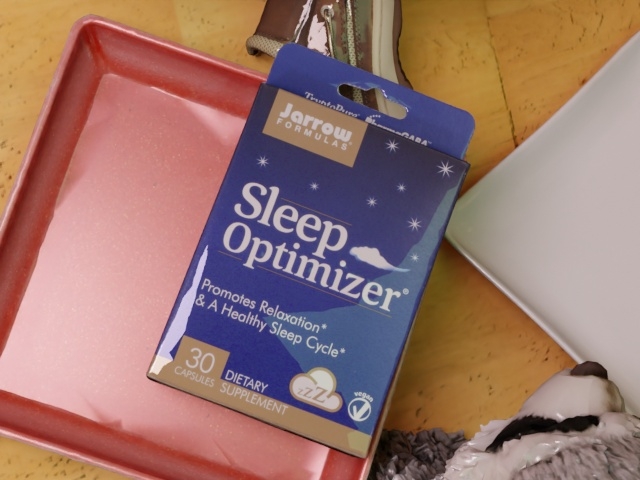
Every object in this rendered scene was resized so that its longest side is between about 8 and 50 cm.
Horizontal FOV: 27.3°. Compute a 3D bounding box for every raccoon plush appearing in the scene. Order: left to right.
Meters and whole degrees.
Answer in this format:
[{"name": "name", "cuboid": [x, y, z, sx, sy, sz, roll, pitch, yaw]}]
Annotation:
[{"name": "raccoon plush", "cuboid": [0.122, 0.298, 0.825, 0.216, 0.299, 0.447, -3, 92, -29]}]

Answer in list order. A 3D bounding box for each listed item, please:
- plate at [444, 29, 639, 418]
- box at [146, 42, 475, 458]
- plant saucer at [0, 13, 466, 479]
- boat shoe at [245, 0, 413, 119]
[{"name": "plate", "cuboid": [0.268, 0.006, 1.000, 0.277, 0.045, 0.278, 45, 68, 8]}, {"name": "box", "cuboid": [0.000, 0.000, 0.787, 0.136, 0.036, 0.225, 21, 79, -3]}, {"name": "plant saucer", "cuboid": [-0.069, 0.023, 0.816, 0.258, 0.048, 0.259, 19, 80, -3]}, {"name": "boat shoe", "cuboid": [-0.002, -0.143, 0.872, 0.095, 0.095, 0.258, -17, 99, -22]}]
